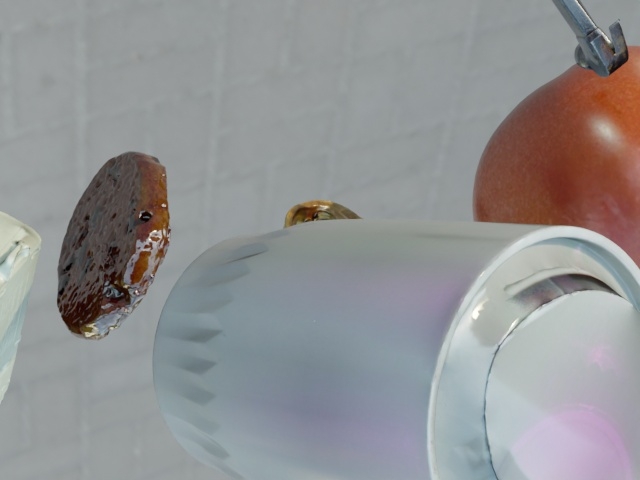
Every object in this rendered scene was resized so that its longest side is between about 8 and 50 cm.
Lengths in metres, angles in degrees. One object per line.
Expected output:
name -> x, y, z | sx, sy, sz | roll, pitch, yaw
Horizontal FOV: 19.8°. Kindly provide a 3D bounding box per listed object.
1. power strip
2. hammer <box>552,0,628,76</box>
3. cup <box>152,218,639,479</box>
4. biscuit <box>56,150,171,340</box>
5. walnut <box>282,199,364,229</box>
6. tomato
power strip -> -0.340, 0.097, 1.817 | 0.098, 0.058, 0.338 | -57, 173, -39
hammer -> 0.217, -0.285, 1.846 | 0.037, 0.137, 0.290 | -38, 103, -2
cup -> 0.059, 0.108, 1.383 | 0.253, 0.253, 0.372 | 11, 176, -42
biscuit -> -0.200, 0.006, 1.770 | 0.049, 0.192, 0.192 | 25, 123, -29
walnut -> 0.000, 0.000, 2.173 | 0.121, 0.091, 0.052 | -9, 142, -41
tomato -> 0.339, -0.066, 2.078 | 0.341, 0.273, 0.341 | -42, 168, -11
